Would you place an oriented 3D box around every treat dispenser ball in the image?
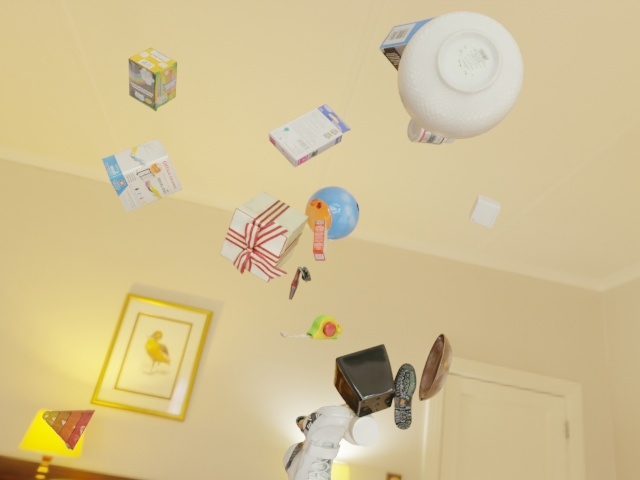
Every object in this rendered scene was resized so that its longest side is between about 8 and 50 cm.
[{"bbox_3d":[0.062,-0.143,2.636,0.288,0.288,0.288,8,-23,4],"label":"treat dispenser ball"}]

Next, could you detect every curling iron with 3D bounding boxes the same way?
[{"bbox_3d":[-0.094,0.179,1.983,0.035,0.068,0.274,-23,-19,-29],"label":"curling iron"}]

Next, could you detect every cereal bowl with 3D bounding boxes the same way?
[{"bbox_3d":[0.376,-0.450,1.326,0.339,0.338,0.141,8,-2,4],"label":"cereal bowl"}]

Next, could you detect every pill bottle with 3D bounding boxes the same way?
[{"bbox_3d":[0.448,-0.436,1.994,0.180,0.107,0.108,2,-19,-23],"label":"pill bottle"},{"bbox_3d":[0.130,0.681,1.845,0.131,0.131,0.229,15,-13,-12],"label":"pill bottle"}]

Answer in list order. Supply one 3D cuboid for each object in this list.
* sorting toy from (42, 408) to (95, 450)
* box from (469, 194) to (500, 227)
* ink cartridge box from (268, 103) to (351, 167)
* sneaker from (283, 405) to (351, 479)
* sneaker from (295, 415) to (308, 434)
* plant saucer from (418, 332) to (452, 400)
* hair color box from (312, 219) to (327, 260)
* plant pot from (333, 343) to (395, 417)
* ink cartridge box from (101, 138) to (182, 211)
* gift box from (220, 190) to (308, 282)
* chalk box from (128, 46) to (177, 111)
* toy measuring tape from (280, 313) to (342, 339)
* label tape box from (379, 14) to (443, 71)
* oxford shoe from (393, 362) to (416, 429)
[{"bbox_3d":[-0.788,0.559,1.534,0.126,0.127,0.365,30,-29,-16],"label":"sorting toy"},{"bbox_3d":[0.702,-0.125,2.141,0.102,0.087,0.101,21,-64,9],"label":"box"},{"bbox_3d":[-0.043,-0.454,2.148,0.186,0.311,0.065,48,-23,19],"label":"ink cartridge box"},{"bbox_3d":[0.004,0.656,1.468,0.137,0.210,0.365,13,-55,-23],"label":"sneaker"},{"bbox_3d":[-0.032,0.822,2.169,0.108,0.100,0.271,26,-17,-17],"label":"sneaker"},{"bbox_3d":[0.327,0.359,1.403,0.036,0.198,0.198,21,-23,4],"label":"plant saucer"},{"bbox_3d":[0.000,0.000,1.903,0.043,0.141,0.072,0,-31,9],"label":"hair color box"},{"bbox_3d":[0.163,0.503,1.754,0.188,0.167,0.187,-12,-44,-14],"label":"plant pot"},{"bbox_3d":[-0.693,-0.257,1.955,0.233,0.168,0.171,-26,-46,-15],"label":"ink cartridge box"},{"bbox_3d":[-0.200,-0.013,1.913,0.276,0.258,0.255,26,-59,11],"label":"gift box"},{"bbox_3d":[-0.652,-0.609,1.949,0.132,0.132,0.213,31,-42,8],"label":"chalk box"},{"bbox_3d":[-0.031,0.396,2.312,0.330,0.121,0.121,9,-19,-34],"label":"toy measuring tape"},{"bbox_3d":[0.388,-0.561,1.641,0.334,0.105,0.241,38,-9,-33],"label":"label tape box"},{"bbox_3d":[0.299,0.560,1.820,0.083,0.227,0.096,9,-10,8],"label":"oxford shoe"}]
